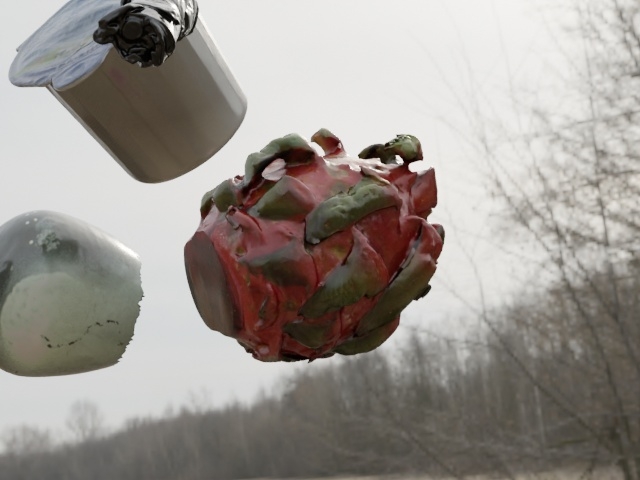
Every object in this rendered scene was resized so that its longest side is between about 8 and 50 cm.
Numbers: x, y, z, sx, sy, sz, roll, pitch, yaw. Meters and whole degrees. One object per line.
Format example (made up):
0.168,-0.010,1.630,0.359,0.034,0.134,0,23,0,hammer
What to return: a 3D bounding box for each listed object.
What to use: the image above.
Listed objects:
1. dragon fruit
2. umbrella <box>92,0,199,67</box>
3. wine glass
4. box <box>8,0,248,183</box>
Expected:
0.000,0.000,0.691,0.172,0.166,0.160,-17,-48,-24,dragon fruit
-0.149,-0.209,0.922,0.066,0.059,0.236,35,20,-9,umbrella
-0.411,0.067,1.294,0.323,0.238,0.238,14,-20,-27,wine glass
-0.204,-0.186,1.167,0.262,0.291,0.206,-29,-56,12,box
